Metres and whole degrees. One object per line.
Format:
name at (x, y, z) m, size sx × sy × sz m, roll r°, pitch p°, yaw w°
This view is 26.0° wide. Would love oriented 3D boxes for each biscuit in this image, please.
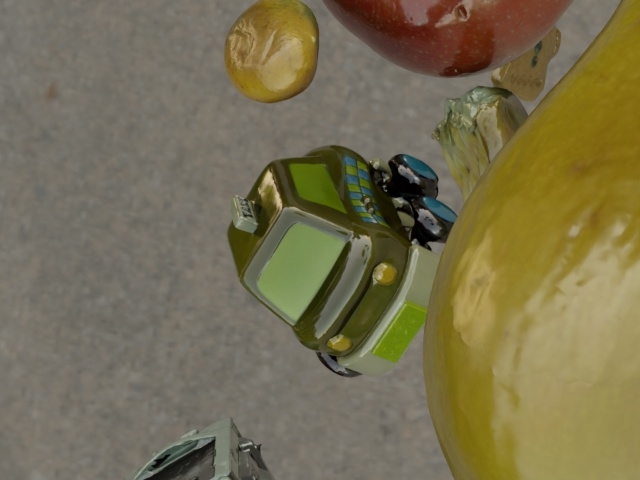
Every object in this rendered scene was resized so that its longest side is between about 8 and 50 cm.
biscuit at (0.299, -0.307, 1.939) m, size 0.036 × 0.166 × 0.226 m, roll 18°, pitch 100°, yaw 37°
biscuit at (0.210, -0.081, 1.691) m, size 0.078 × 0.329 × 0.335 m, roll -22°, pitch 37°, yaw -4°

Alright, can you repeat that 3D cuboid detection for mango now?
mango at (-0.032, -0.136, 0.997) m, size 0.079 × 0.057 × 0.114 m, roll -48°, pitch 31°, yaw 6°
mango at (0.163, -0.012, 0.544) m, size 0.195 × 0.142 × 0.332 m, roll 19°, pitch 67°, yaw 39°

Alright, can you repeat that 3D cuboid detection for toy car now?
toy car at (0.000, 0.000, 1.368) m, size 0.204 × 0.198 × 0.248 m, roll -57°, pitch 25°, yaw 22°

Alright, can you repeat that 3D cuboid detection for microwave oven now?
microwave oven at (-0.115, 0.353, 1.618) m, size 0.181 × 0.295 × 0.237 m, roll -31°, pitch 95°, yaw -2°

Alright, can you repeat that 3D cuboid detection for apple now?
apple at (0.147, -0.361, 1.640) m, size 0.348 × 0.277 × 0.349 m, roll 8°, pitch 106°, yaw 28°
